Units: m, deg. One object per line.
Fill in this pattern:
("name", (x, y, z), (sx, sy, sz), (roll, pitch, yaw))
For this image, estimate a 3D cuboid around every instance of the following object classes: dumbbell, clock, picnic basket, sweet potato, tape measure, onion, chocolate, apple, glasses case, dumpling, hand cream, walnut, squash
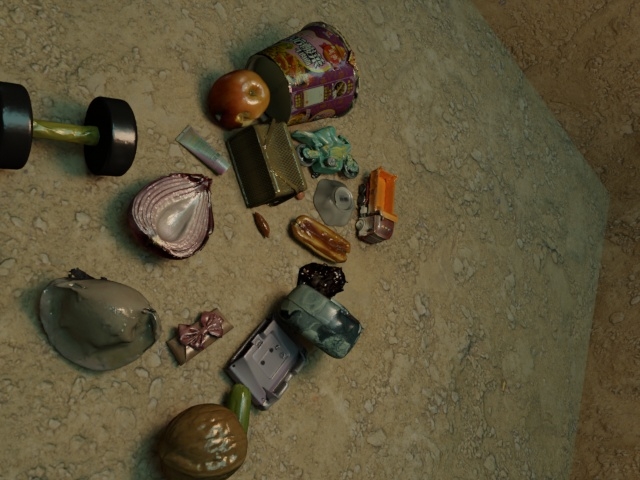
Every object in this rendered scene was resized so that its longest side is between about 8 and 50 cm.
("dumbbell", (-0.638, -0.265, 1.413), (0.323, 0.204, 0.203), (-1, 79, -42))
("clock", (-0.156, 0.362, 1.736), (0.186, 0.083, 0.253), (53, 51, -16))
("picnic basket", (-0.171, -0.244, 1.838), (0.139, 0.165, 0.266), (-19, 91, -44))
("sweet potato", (-0.186, -0.052, 1.861), (0.034, 0.034, 0.095), (-31, 100, -42))
("tape measure", (-0.001, 0.244, 1.788), (0.256, 0.275, 0.147), (39, 82, -21))
("onion", (-0.403, -0.077, 1.617), (0.227, 0.120, 0.283), (49, 55, -17))
("chocolate", (0.022, 0.130, 1.925), (0.156, 0.133, 0.156), (15, 66, -38))
("apple", (-0.251, -0.445, 1.815), (0.199, 0.199, 0.199), (13, 70, -38))
("glasses case", (-0.333, 0.253, 1.621), (0.194, 0.070, 0.102), (-34, 100, -42))
("dumpling", (-0.539, 0.189, 1.422), (0.293, 0.204, 0.163), (22, 32, -18))
("hand cream", (-0.356, -0.274, 1.773), (0.174, 0.047, 0.076), (42, 54, -14))
("walnut", (-0.304, 0.528, 1.479), (0.228, 0.228, 0.227), (13, 70, -38))
("squash", (-0.238, 0.522, 1.623), (0.069, 0.069, 0.238), (15, 75, -38))

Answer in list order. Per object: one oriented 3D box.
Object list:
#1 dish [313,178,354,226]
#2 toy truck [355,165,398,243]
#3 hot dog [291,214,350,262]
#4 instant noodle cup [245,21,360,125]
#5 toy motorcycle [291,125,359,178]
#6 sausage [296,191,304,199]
("dish", (0.066, -0.144, 2.083), (0.191, 0.066, 0.190), (12, 71, -38))
("toy truck", (0.217, -0.128, 2.163), (0.114, 0.135, 0.270), (22, 65, -36))
("hot dog", (0.000, 0.000, 1.984), (0.250, 0.068, 0.100), (33, 71, -27))
("instant noodle cup", (-0.075, -0.530, 1.913), (0.266, 0.340, 0.339), (-29, 98, -34))
("toy motorcycle", (0.024, -0.327, 2.073), (0.297, 0.109, 0.198), (2, 73, -42))
("sausage", (-0.085, -0.177, 1.982), (0.083, 0.034, 0.034), (54, 50, -18))
